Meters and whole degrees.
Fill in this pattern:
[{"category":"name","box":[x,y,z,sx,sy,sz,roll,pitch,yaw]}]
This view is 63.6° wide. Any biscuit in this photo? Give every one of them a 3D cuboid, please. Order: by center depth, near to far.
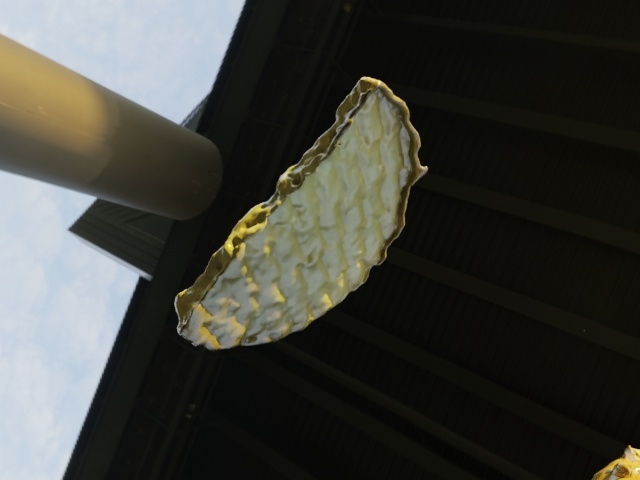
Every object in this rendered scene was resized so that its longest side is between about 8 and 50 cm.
[{"category":"biscuit","box":[0.000,0.000,0.484,0.273,0.187,0.036,-49,-130,1]}]

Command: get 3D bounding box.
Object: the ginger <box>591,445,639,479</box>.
[{"category":"ginger","box":[0.219,0.231,0.383,0.115,0.205,0.081,39,-38,-3]}]
